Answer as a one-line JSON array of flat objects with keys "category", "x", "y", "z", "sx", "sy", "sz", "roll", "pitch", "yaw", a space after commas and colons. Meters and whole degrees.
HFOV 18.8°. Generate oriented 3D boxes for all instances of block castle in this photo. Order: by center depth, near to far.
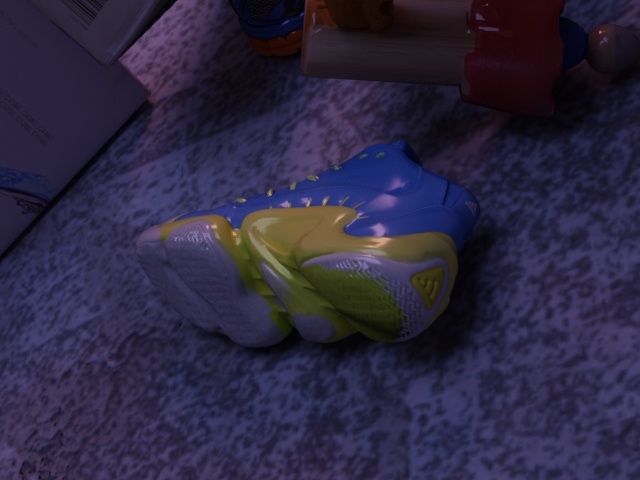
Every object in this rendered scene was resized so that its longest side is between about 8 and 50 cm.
[{"category": "block castle", "x": 0.107, "y": -0.324, "z": 1.167, "sx": 0.212, "sy": 0.303, "sz": 0.453, "roll": 4, "pitch": 59, "yaw": -1}]

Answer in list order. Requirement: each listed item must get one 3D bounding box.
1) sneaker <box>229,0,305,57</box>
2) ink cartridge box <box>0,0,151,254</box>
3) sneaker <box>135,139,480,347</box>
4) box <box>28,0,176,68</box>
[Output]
[{"category": "sneaker", "x": 0.019, "y": -0.226, "z": 1.331, "sx": 0.221, "sy": 0.087, "sz": 0.083, "roll": -48, "pitch": 43, "yaw": -5}, {"category": "ink cartridge box", "x": -0.308, "y": -0.101, "z": 1.398, "sx": 0.270, "sy": 0.197, "sz": 0.198, "roll": -47, "pitch": 42, "yaw": -3}, {"category": "sneaker", "x": 0.000, "y": 0.000, "z": 1.183, "sx": 0.240, "sy": 0.091, "sz": 0.126, "roll": 8, "pitch": 44, "yaw": 41}, {"category": "box", "x": -0.089, "y": -0.245, "z": 1.332, "sx": 0.275, "sy": 0.094, "sz": 0.113, "roll": -51, "pitch": 4, "yaw": -39}]
